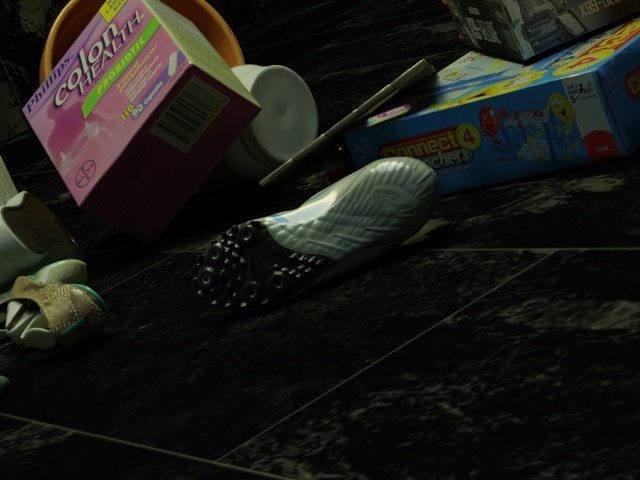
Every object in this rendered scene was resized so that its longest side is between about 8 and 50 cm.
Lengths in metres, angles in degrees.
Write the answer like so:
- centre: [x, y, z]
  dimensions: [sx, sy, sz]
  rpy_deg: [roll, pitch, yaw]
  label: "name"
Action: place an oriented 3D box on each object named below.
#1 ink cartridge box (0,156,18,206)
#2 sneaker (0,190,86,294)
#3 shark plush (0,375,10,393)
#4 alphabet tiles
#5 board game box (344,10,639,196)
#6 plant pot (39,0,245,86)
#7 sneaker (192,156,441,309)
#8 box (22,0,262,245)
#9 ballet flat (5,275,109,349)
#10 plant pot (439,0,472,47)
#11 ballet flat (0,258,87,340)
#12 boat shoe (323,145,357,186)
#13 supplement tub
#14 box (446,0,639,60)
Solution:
- centre: [-0.434, 0.014, 1.988]
  dimensions: [0.093, 0.160, 0.219]
  rpy_deg: [-17, 15, 27]
  label: "ink cartridge box"
- centre: [-0.359, 0.018, 1.938]
  dimensions: [0.123, 0.106, 0.290]
  rpy_deg: [-42, -5, 6]
  label: "sneaker"
- centre: [-0.328, 0.132, 1.524]
  dimensions: [0.073, 0.067, 0.161]
  rpy_deg: [-23, 12, -3]
  label: "shark plush"
- centre: [0.034, -0.119, 1.728]
  dimensions: [0.198, 0.009, 0.237]
  rpy_deg: [-37, -1, 7]
  label: "alphabet tiles"
- centre: [0.232, -0.150, 1.679]
  dimensions: [0.302, 0.086, 0.308]
  rpy_deg: [-12, 16, 42]
  label: "board game box"
- centre: [-0.272, -0.207, 2.431]
  dimensions: [0.291, 0.291, 0.203]
  rpy_deg: [-29, -3, -25]
  label: "plant pot"
- centre: [0.000, 0.000, 1.508]
  dimensions: [0.237, 0.085, 0.086]
  rpy_deg: [-25, -14, 6]
  label: "sneaker"
- centre: [-0.217, -0.156, 2.007]
  dimensions: [0.213, 0.117, 0.243]
  rpy_deg: [-50, 39, 11]
  label: "box"
- centre: [-0.279, 0.075, 1.685]
  dimensions: [0.067, 0.073, 0.206]
  rpy_deg: [-44, 16, -22]
  label: "ballet flat"
- centre: [0.247, -0.373, 2.372]
  dimensions: [0.191, 0.174, 0.191]
  rpy_deg: [-21, 13, 5]
  label: "plant pot"
- centre: [-0.321, 0.077, 1.813]
  dimensions: [0.168, 0.057, 0.052]
  rpy_deg: [-26, 42, 0]
  label: "ballet flat"
- centre: [0.033, -0.083, 1.846]
  dimensions: [0.049, 0.043, 0.137]
  rpy_deg: [-20, 11, 20]
  label: "boat shoe"
- centre: [-0.115, -0.137, 2.098]
  dimensions: [0.200, 0.144, 0.144]
  rpy_deg: [-10, 18, 42]
  label: "supplement tub"
- centre: [0.299, -0.282, 1.732]
  dimensions: [0.307, 0.076, 0.242]
  rpy_deg: [-23, 13, -3]
  label: "box"
